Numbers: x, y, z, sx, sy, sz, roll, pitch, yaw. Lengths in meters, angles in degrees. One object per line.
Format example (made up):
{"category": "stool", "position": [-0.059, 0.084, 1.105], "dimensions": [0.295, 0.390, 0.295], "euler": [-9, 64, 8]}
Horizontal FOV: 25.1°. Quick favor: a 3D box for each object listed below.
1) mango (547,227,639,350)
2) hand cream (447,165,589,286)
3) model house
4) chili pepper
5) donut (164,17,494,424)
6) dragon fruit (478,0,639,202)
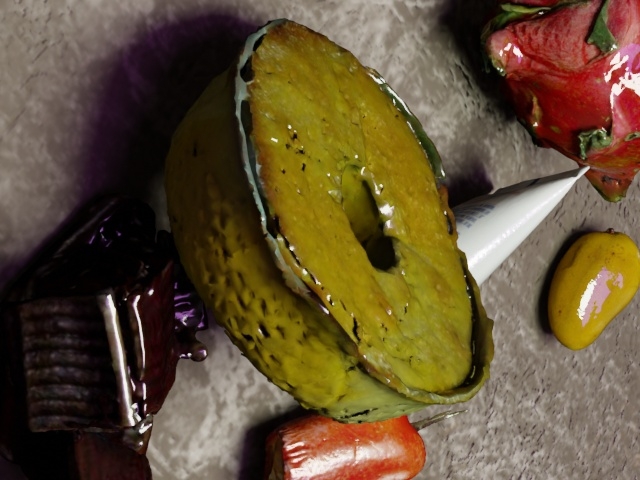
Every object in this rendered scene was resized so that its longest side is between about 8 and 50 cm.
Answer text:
{"category": "mango", "position": [0.240, 0.043, 1.270], "dimensions": [0.080, 0.060, 0.114], "euler": [35, 82, -40]}
{"category": "hand cream", "position": [0.085, 0.020, 1.091], "dimensions": [0.248, 0.133, 0.083], "euler": [-37, 102, -20]}
{"category": "model house", "position": [-0.124, 0.092, 0.875], "dimensions": [0.141, 0.164, 0.203], "euler": [-15, 114, -34]}
{"category": "chili pepper", "position": [0.036, 0.156, 1.094], "dimensions": [0.192, 0.086, 0.084], "euler": [-14, 95, -31]}
{"category": "donut", "position": [0.000, 0.000, 0.924], "dimensions": [0.272, 0.107, 0.272], "euler": [39, 33, -32]}
{"category": "dragon fruit", "position": [0.222, -0.134, 1.143], "dimensions": [0.269, 0.200, 0.198], "euler": [27, 74, -84]}
